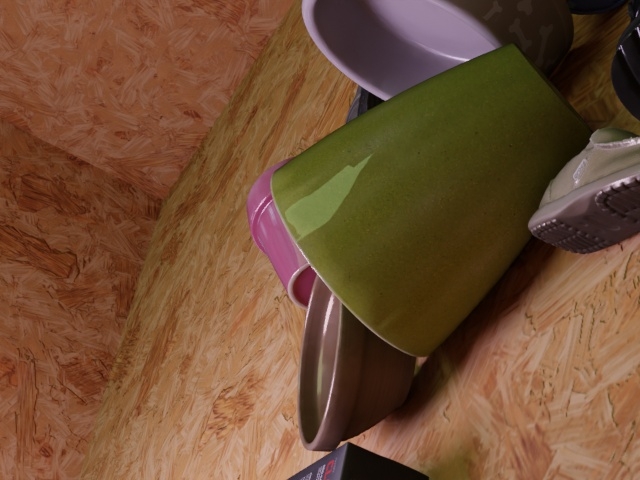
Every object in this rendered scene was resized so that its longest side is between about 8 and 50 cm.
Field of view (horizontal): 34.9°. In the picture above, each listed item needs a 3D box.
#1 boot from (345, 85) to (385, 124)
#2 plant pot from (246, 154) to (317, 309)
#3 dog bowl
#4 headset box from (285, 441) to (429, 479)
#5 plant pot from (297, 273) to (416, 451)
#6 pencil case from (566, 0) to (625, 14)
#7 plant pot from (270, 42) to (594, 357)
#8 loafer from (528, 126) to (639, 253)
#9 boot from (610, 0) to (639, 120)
[{"bbox_3d":[0.074,-0.201,1.706,0.222,0.118,0.338,-57,8,41],"label":"boot"},{"bbox_3d":[0.000,0.000,1.526,0.201,0.201,0.180,-51,37,34],"label":"plant pot"},{"bbox_3d":[0.133,-0.267,1.273,0.102,0.349,0.349,-64,17,-15],"label":"dog bowl"},{"bbox_3d":[-0.002,0.361,1.086,0.293,0.110,0.218,-43,26,49],"label":"headset box"},{"bbox_3d":[0.047,0.139,1.231,0.237,0.110,0.237,-171,90,-79],"label":"plant pot"},{"bbox_3d":[0.329,-0.411,1.264,0.133,0.119,0.306,101,179,-47],"label":"pencil case"},{"bbox_3d":[0.144,-0.068,1.123,0.293,0.275,0.275,-41,23,16],"label":"plant pot"},{"bbox_3d":[0.279,-0.060,0.915,0.268,0.102,0.092,-26,46,64],"label":"loafer"},{"bbox_3d":[0.392,-0.239,0.815,0.348,0.131,0.260,-25,17,34],"label":"boot"}]
